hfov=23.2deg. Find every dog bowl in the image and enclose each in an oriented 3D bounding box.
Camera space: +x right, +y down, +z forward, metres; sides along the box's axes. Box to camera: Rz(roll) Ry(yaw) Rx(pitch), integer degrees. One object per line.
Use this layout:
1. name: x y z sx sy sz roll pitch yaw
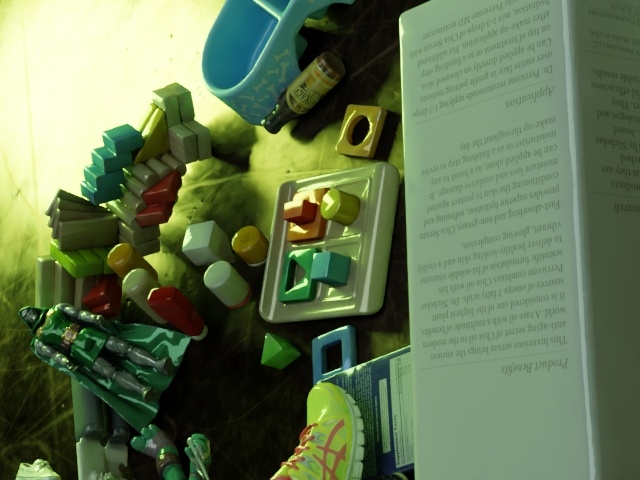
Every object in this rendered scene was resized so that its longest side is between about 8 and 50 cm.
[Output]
1. dog bowl: -0.053 -0.293 1.985 0.166 0.074 0.297 43 108 48

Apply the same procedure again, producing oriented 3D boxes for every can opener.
1. can opener: -0.294 0.249 2.030 0.093 0.074 0.280 -38 49 40

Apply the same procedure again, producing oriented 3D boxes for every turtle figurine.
1. turtle figurine: -0.183 0.311 1.845 0.175 0.118 0.234 -44 24 -8

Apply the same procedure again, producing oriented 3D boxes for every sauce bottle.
1. sauce bottle: -0.023 -0.179 1.930 0.128 0.042 0.042 -44 46 30

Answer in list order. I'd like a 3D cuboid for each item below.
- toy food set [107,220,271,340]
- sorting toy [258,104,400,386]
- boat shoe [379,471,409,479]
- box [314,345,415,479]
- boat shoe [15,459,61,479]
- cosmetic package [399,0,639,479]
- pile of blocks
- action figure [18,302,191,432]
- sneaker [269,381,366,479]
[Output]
1. toy food set: -0.154 0.055 1.964 0.232 0.104 0.111 -11 52 27
2. sorting toy: 0.000 0.000 1.824 0.196 0.047 0.347 -7 69 47
3. boat shoe: 0.051 0.298 1.626 0.049 0.042 0.133 41 125 27
4. box: 0.081 0.188 1.662 0.225 0.036 0.136 -24 58 40
5. boat shoe: -0.386 0.318 2.140 0.100 0.035 0.035 -9 70 53
6. cosmetic package: 0.203 0.000 1.353 0.230 0.162 0.453 -14 74 54
7. pile of blocks: -0.261 -0.039 2.056 0.113 0.149 0.362 35 101 50
8. action figure: -0.297 0.138 2.015 0.232 0.063 0.137 22 73 24
9. sneaker: -0.008 0.238 1.621 0.081 0.094 0.208 124 151 -51
